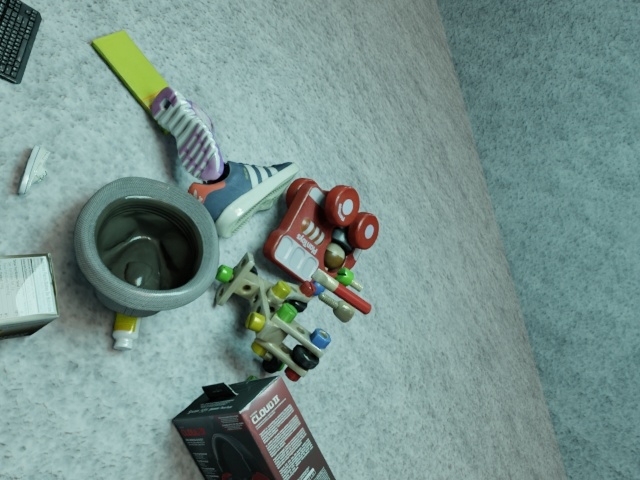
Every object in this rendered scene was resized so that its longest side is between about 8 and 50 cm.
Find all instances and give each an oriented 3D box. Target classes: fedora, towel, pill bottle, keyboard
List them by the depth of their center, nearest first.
[{"bbox_3d":[-0.343,0.151,0.830,0.043,0.043,0.083,25,55,-38],"label":"pill bottle"},{"bbox_3d":[-0.314,0.028,0.837,0.244,0.124,0.275,15,44,-29],"label":"fedora"},{"bbox_3d":[-0.581,-0.378,0.845,0.108,0.023,0.180,21,56,-40],"label":"keyboard"},{"bbox_3d":[-0.391,-0.351,1.041,0.237,0.021,0.102,52,39,-15],"label":"towel"}]

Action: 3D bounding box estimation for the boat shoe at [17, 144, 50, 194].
[{"bbox_3d":[-0.492,-0.119,0.808,0.035,0.035,0.100,24,49,-35],"label":"boat shoe"}]

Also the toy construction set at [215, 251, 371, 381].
[{"bbox_3d":[-0.086,0.123,0.945,0.237,0.309,0.257,37,40,-23],"label":"toy construction set"}]

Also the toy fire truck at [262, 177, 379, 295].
[{"bbox_3d":[0.000,0.000,1.187,0.302,0.170,0.253,45,69,-47],"label":"toy fire truck"}]

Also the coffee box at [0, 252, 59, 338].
[{"bbox_3d":[-0.504,0.088,0.614,0.247,0.141,0.098,-3,74,-49],"label":"coffee box"}]

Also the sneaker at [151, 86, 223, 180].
[{"bbox_3d":[-0.264,-0.226,1.006,0.236,0.095,0.105,56,21,18],"label":"sneaker"}]

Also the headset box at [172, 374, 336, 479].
[{"bbox_3d":[-0.118,0.378,0.830,0.110,0.218,0.293,-32,97,-50],"label":"headset box"}]

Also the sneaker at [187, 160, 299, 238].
[{"bbox_3d":[-0.174,-0.141,1.100,0.148,0.131,0.350,40,32,3],"label":"sneaker"}]
